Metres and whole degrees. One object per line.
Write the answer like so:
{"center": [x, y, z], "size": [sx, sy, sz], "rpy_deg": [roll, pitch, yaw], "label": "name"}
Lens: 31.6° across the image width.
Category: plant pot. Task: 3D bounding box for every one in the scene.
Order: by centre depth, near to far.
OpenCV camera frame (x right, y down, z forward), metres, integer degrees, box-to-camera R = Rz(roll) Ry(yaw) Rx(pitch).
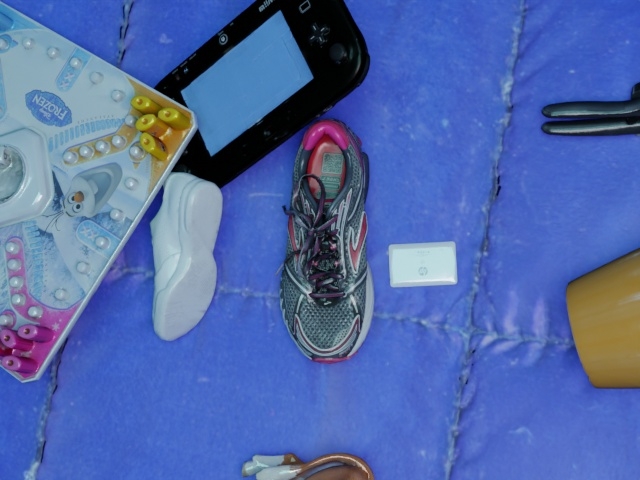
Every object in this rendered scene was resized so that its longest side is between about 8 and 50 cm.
{"center": [0.388, 0.087, 1.280], "size": [0.188, 0.205, 0.205], "rpy_deg": [-17, 80, 21], "label": "plant pot"}

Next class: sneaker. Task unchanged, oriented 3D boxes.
{"center": [0.000, 0.000, 1.373], "size": [0.121, 0.112, 0.299], "rpy_deg": [-3, 83, 7], "label": "sneaker"}
{"center": [-0.182, 0.017, 1.411], "size": [0.094, 0.080, 0.212], "rpy_deg": [24, 107, 36], "label": "sneaker"}

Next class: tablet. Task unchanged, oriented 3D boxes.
{"center": [0.127, 0.030, 1.405], "size": [0.083, 0.006, 0.054], "rpy_deg": [-3, 82, 7], "label": "tablet"}

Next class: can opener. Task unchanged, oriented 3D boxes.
{"center": [0.364, -0.152, 1.382], "size": [0.186, 0.073, 0.059], "rpy_deg": [-9, 120, 9], "label": "can opener"}

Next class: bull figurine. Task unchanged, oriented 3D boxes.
{"center": [-0.024, 0.399, 1.327], "size": [0.189, 0.101, 0.310], "rpy_deg": [8, 84, 10], "label": "bull figurine"}

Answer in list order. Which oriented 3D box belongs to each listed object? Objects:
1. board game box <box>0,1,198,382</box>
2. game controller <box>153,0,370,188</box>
{"center": [-0.407, -0.082, 1.428], "size": [0.390, 0.050, 0.390], "rpy_deg": [31, 87, 22], "label": "board game box"}
{"center": [-0.085, -0.189, 1.379], "size": [0.319, 0.067, 0.166], "rpy_deg": [-34, 80, 27], "label": "game controller"}
